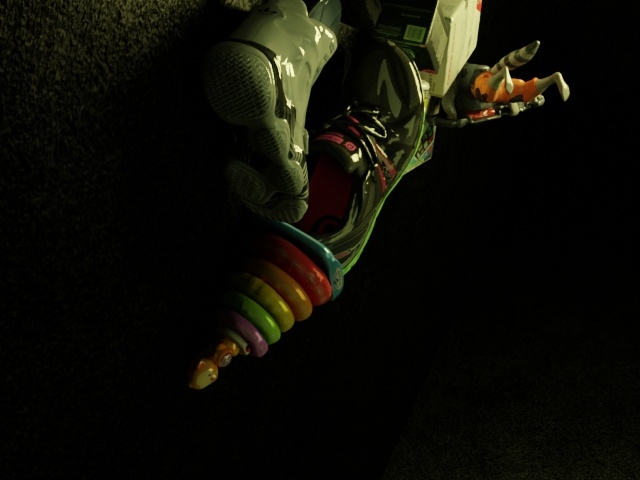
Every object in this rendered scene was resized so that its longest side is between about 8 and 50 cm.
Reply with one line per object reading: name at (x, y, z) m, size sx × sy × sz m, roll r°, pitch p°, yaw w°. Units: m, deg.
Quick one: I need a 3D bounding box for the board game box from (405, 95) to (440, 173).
board game box at (0.215, -0.266, 2.411) m, size 0.305 × 0.053 × 0.193 m, roll -32°, pitch 133°, yaw -65°

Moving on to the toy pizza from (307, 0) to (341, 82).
toy pizza at (-0.025, -0.308, 1.643) m, size 0.201 × 0.032 × 0.201 m, roll -59°, pitch 169°, yaw -19°

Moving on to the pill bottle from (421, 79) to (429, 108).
pill bottle at (0.172, -0.259, 2.202) m, size 0.103 × 0.103 × 0.184 m, roll -34°, pitch 135°, yaw -64°

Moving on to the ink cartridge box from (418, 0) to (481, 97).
ink cartridge box at (0.278, -0.482, 2.328) m, size 0.273 × 0.114 × 0.197 m, roll -56°, pitch 155°, yaw -47°

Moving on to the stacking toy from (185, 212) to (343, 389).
stacking toy at (-0.111, 0.119, 1.624) m, size 0.302 × 0.165 × 0.175 m, roll -50°, pitch 158°, yaw -22°

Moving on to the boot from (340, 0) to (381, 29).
boot at (0.075, -0.519, 1.638) m, size 0.348 × 0.131 × 0.260 m, roll 57°, pitch 56°, yaw -81°

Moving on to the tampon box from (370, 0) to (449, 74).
tampon box at (0.184, -0.423, 2.078) m, size 0.161 × 0.120 × 0.102 m, roll 42°, pitch 63°, yaw -70°

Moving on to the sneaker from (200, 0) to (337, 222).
sneaker at (-0.054, -0.197, 1.502) m, size 0.210 × 0.137 × 0.366 m, roll -61°, pitch 154°, yaw -31°

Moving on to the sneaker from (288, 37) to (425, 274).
sneaker at (0.063, -0.158, 1.825) m, size 0.202 × 0.185 × 0.483 m, roll 67°, pitch 40°, yaw -69°

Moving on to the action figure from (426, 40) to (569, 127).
action figure at (0.427, -0.373, 2.410) m, size 0.341 × 0.330 × 0.179 m, roll -16°, pitch 103°, yaw -33°
